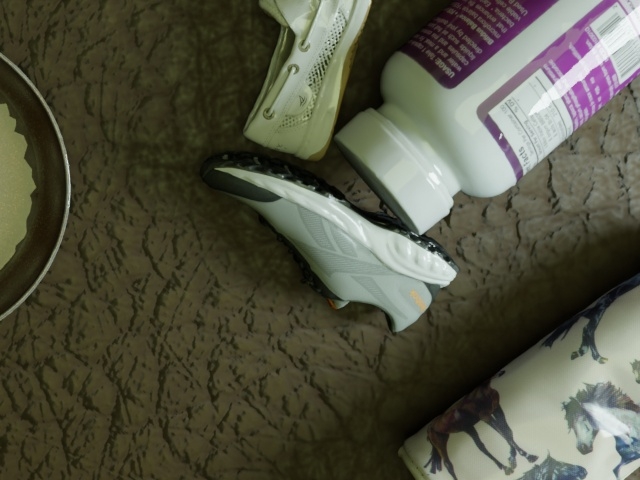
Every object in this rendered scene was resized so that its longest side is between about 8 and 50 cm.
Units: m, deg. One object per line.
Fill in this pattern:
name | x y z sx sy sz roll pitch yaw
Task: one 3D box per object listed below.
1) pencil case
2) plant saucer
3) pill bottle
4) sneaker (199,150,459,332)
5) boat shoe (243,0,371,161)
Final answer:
pencil case | 0.288 0.162 1.360 0.410 0.160 0.183 -37 94 -1
plant saucer | -0.390 -0.052 1.272 0.310 0.050 0.311 -1 99 -9
pill bottle | 0.164 -0.148 1.280 0.301 0.169 0.169 -41 103 -2
sneaker | 0.000 0.000 1.320 0.271 0.100 0.108 30 99 -13
boat shoe | -0.010 -0.215 1.278 0.096 0.098 0.277 13 99 -12
